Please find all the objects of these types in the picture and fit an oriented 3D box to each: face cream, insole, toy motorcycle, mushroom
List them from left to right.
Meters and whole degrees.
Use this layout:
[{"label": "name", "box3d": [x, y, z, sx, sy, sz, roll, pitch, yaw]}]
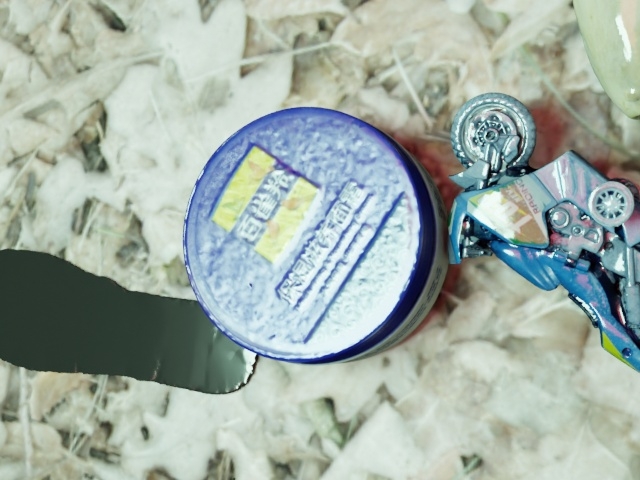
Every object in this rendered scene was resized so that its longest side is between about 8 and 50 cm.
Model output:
[{"label": "insole", "box3d": [-0.205, 0.075, 1.164, 0.322, 0.007, 0.109, 9, 88, 18]}, {"label": "face cream", "box3d": [0.000, 0.000, 1.051, 0.206, 0.111, 0.205, -3, 82, 18]}, {"label": "toy motorcycle", "box3d": [0.188, 0.002, 1.002, 0.254, 0.092, 0.135, 39, 104, 8]}, {"label": "mushroom", "box3d": [0.268, -0.269, 1.008, 0.123, 0.095, 0.351, 9, 88, 1]}]
